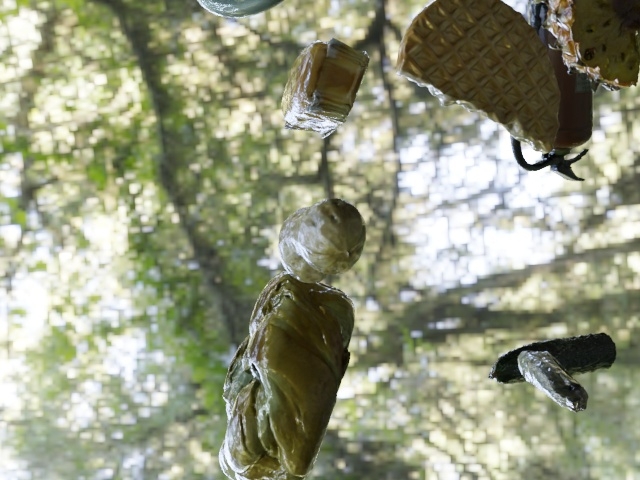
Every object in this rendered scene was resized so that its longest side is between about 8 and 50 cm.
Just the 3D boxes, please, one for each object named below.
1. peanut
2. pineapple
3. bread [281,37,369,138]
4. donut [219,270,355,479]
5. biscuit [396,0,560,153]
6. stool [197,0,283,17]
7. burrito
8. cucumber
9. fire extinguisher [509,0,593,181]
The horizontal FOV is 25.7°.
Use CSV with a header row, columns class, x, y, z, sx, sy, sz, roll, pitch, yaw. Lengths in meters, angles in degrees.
class,x,y,z,sx,sy,sz,roll,pitch,yaw
peanut,0.000,0.000,1.958,0.229,0.098,0.103,154,124,-72
pineapple,0.332,-0.298,1.718,0.079,0.135,0.233,-142,55,-76
bread,0.001,-0.256,2.349,0.241,0.107,0.136,165,124,-80
donut,-0.059,0.223,2.191,0.360,0.170,0.360,-163,90,-86
biscuit,0.257,-0.273,2.124,0.309,0.040,0.204,25,-112,-28
stool,-0.126,-0.418,1.829,0.199,0.195,0.195,41,-121,-57
burrito,0.314,0.189,1.886,0.188,0.058,0.045,-132,47,-75
cucumber,0.373,0.196,2.298,0.294,0.068,0.067,-4,-90,-39
fire extinguisher,0.387,-0.269,2.413,0.200,0.113,0.375,-10,-73,-23
